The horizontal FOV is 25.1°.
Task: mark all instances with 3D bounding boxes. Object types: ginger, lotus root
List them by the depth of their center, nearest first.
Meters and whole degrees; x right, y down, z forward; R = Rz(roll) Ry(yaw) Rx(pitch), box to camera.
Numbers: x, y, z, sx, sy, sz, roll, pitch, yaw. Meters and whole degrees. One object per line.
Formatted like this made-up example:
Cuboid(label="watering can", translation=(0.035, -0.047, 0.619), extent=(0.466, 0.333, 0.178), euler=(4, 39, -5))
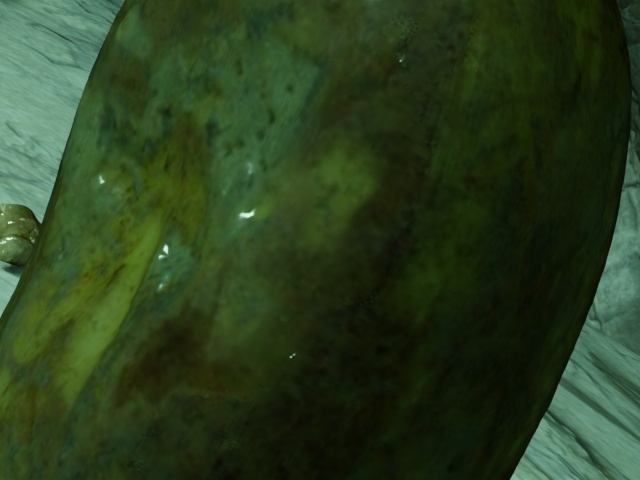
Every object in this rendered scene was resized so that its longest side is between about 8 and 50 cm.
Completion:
Cuboid(label="lotus root", translation=(0.000, 0.000, 0.609), extent=(0.250, 0.346, 0.250), euler=(24, 5, -2))
Cuboid(label="ginger", translation=(-0.199, -0.007, 0.947), extent=(0.048, 0.030, 0.097), euler=(32, 7, 2))
